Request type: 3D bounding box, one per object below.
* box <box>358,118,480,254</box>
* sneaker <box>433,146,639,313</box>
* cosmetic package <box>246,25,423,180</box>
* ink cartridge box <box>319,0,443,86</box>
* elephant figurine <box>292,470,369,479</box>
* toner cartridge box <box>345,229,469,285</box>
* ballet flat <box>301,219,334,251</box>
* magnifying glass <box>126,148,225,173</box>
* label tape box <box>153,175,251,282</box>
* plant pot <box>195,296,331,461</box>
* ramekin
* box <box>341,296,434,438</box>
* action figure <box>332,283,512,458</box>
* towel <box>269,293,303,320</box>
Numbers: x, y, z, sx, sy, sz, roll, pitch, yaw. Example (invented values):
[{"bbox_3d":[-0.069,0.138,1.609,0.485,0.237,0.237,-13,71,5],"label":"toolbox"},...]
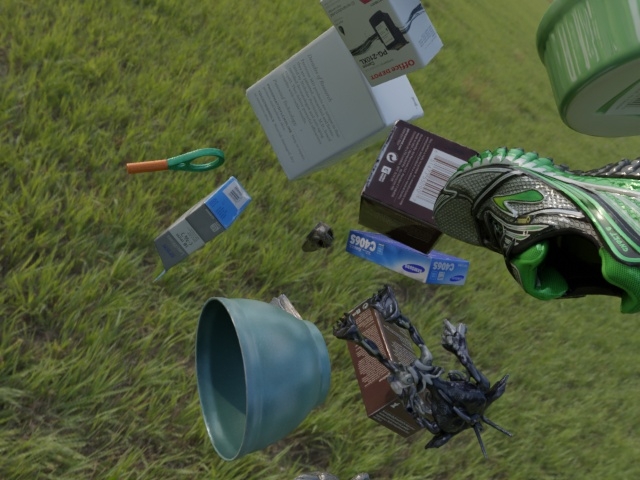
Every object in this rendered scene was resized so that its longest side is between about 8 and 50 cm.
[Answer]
[{"bbox_3d":[0.183,-0.096,1.010,0.167,0.168,0.203,24,-12,8],"label":"box"},{"bbox_3d":[0.237,-0.017,0.585,0.134,0.146,0.344,54,-16,-21],"label":"sneaker"},{"bbox_3d":[0.052,-0.440,1.663,0.329,0.394,0.327,-30,95,-56],"label":"cosmetic package"},{"bbox_3d":[0.140,-0.492,1.177,0.237,0.172,0.100,52,58,-25],"label":"ink cartridge box"},{"bbox_3d":[-0.015,0.708,1.430,0.186,0.169,0.239,34,73,-19],"label":"elephant figurine"},{"bbox_3d":[0.246,0.047,1.525,0.165,0.075,0.348,6,10,-36],"label":"toner cartridge box"},{"bbox_3d":[0.000,0.000,1.255,0.058,0.084,0.250,39,-8,1],"label":"ballet flat"},{"bbox_3d":[-0.346,-0.187,1.250,0.231,0.092,0.026,-12,76,-21],"label":"magnifying glass"},{"bbox_3d":[-0.398,-0.038,1.616,0.106,0.334,0.240,51,24,-14],"label":"label tape box"},{"bbox_3d":[-0.104,0.248,0.989,0.196,0.293,0.293,-1,49,-29],"label":"plant pot"},{"bbox_3d":[0.489,-0.275,0.760,0.304,0.303,0.148,11,70,-36],"label":"ramekin"},{"bbox_3d":[0.203,0.377,1.571,0.191,0.143,0.381,39,19,-32],"label":"box"},{"bbox_3d":[0.157,0.185,0.755,0.276,0.164,0.141,45,14,-7],"label":"action figure"},{"bbox_3d":[-0.155,0.319,1.587,0.049,0.282,0.187,19,21,-43],"label":"towel"}]
